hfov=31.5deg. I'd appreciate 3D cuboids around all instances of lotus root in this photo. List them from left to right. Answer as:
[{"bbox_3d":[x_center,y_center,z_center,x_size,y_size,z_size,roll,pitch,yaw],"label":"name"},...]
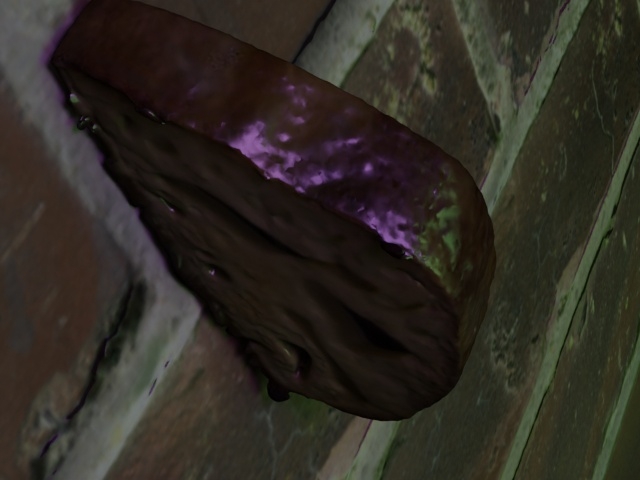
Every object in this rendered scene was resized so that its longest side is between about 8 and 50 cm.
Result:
[{"bbox_3d":[0.000,0.000,0.541,0.074,0.170,0.261,-60,148,-27],"label":"lotus root"}]
